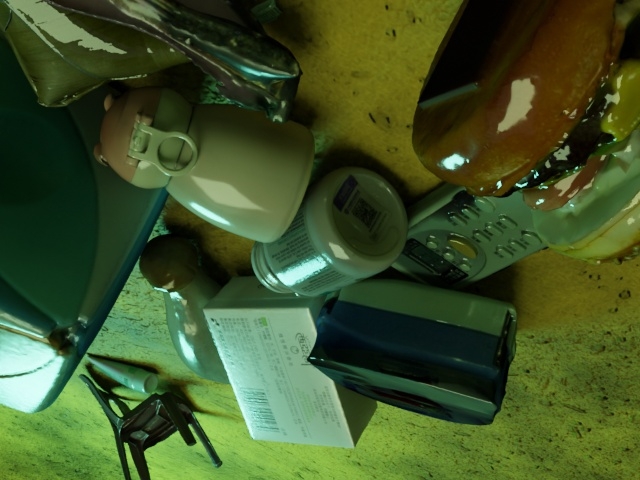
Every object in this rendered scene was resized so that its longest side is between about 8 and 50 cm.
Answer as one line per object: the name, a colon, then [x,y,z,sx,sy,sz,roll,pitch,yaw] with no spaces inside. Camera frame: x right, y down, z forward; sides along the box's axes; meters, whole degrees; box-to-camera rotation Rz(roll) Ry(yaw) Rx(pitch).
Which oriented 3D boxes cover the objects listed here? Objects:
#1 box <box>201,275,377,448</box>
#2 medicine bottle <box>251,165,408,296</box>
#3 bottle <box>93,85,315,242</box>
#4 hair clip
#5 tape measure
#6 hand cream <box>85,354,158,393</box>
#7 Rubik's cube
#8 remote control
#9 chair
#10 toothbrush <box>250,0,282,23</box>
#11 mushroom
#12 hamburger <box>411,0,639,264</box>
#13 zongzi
box: [-0.043,0.186,1.265,0.194,0.111,0.261,-3,115,29]
medicine bottle: [0.000,0.000,1.035,0.135,0.135,0.215,34,148,-19]
bottle: [-0.138,-0.099,0.933,0.236,0.148,0.147,19,148,-16]
hair clip: [-0.166,-0.243,0.798,0.358,0.096,0.110,29,111,-9]
tape measure: [0.140,0.154,1.123,0.259,0.138,0.262,13,161,22]
hand cream: [-0.432,0.288,1.764,0.174,0.047,0.076,11,147,30]
Rubik's cube: [-0.411,-0.019,1.045,0.347,0.352,0.352,28,148,-10]
remote control: [0.194,-0.018,0.979,0.140,0.056,0.296,32,146,-18]
chair: [-0.387,0.394,1.809,0.326,0.183,0.176,54,176,33]
toothbrush: [-0.128,-0.225,0.904,0.219,0.016,0.019,-11,143,37]
mushroom: [-0.199,0.127,1.338,0.128,0.128,0.350,6,140,22]
hamburger: [0.218,-0.128,0.634,0.225,0.291,0.291,26,146,-8]
zongzi: [-0.235,-0.260,0.835,0.256,0.115,0.228,-3,136,22]
